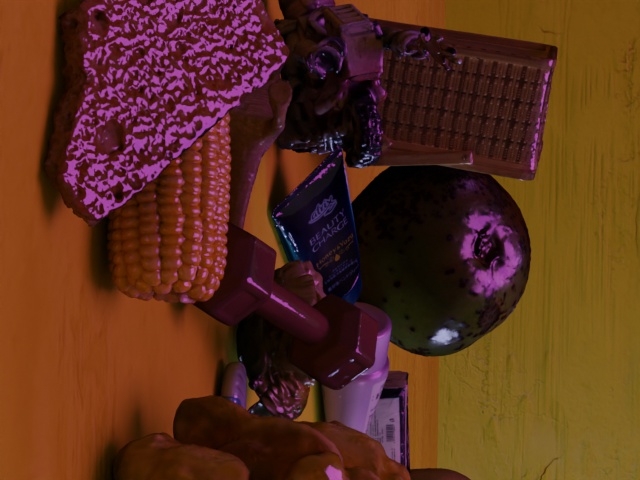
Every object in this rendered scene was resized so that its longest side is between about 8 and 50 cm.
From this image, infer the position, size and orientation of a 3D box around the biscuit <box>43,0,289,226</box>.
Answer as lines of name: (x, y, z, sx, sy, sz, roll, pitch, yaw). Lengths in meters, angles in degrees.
biscuit: (-0.123, -0.125, 1.010, 0.237, 0.026, 0.131, -45, 112, -35)

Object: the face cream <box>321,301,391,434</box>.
face cream: (0.040, 0.220, 1.959, 0.154, 0.096, 0.274, -92, -173, -60)

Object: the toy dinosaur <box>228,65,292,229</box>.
toy dinosaur: (-0.066, -0.088, 1.404, 0.200, 0.072, 0.251, 95, -7, -56)

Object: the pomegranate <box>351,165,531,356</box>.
pomegranate: (0.138, 0.026, 2.038, 0.341, 0.285, 0.285, -19, -116, 59)

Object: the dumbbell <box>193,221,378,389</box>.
dumbbell: (-0.034, 0.065, 1.334, 0.231, 0.092, 0.082, 35, 24, -45)

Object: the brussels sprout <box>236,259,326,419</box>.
brussels sprout: (-0.037, 0.106, 1.508, 0.139, 0.100, 0.181, 84, 1, -55)

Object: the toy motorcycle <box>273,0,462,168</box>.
toy motorcycle: (0.024, -0.180, 1.493, 0.401, 0.134, 0.207, -151, -127, -72)

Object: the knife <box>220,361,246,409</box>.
knife: (-0.087, 0.232, 1.415, 0.064, 0.031, 0.222, 35, 57, -83)

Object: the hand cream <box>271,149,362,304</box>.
hand cream: (0.000, 0.000, 1.738, 0.120, 0.061, 0.270, -44, 149, -19)

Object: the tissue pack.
tissue pack: (0.083, 0.286, 2.118, 0.090, 0.103, 0.170, -78, 167, -76)

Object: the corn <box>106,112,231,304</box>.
corn: (-0.113, -0.072, 1.089, 0.093, 0.093, 0.244, 43, 48, -75)

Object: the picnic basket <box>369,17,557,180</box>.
picnic basket: (0.150, -0.190, 1.902, 0.228, 0.313, 0.175, -53, 152, -74)

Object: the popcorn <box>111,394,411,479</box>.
popcorn: (-0.040, 0.248, 1.150, 0.250, 0.235, 0.241, -12, 105, -61)

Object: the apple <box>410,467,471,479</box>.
apple: (0.161, 0.488, 2.190, 0.279, 0.279, 0.279, 1, 90, -79)
